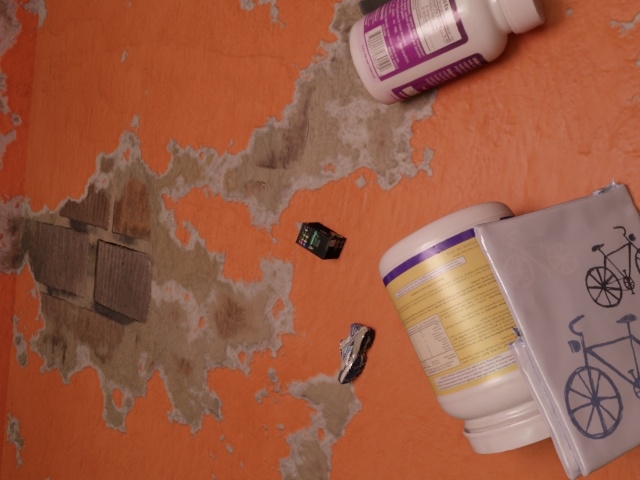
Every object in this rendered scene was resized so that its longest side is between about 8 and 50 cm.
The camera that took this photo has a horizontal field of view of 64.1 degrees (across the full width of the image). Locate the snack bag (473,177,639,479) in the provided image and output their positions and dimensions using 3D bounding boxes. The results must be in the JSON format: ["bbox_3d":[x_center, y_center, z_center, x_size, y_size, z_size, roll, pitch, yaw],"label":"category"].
[{"bbox_3d":[0.385,0.098,0.708,0.343,0.323,0.037,69,156,13],"label":"snack bag"}]

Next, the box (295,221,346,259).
[{"bbox_3d":[0.000,0.000,1.104,0.083,0.062,0.052,31,108,31],"label":"box"}]

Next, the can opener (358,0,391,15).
[{"bbox_3d":[0.199,-0.509,0.972,0.280,0.074,0.093,-4,122,37],"label":"can opener"}]

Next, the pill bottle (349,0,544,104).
[{"bbox_3d":[0.215,-0.369,0.889,0.301,0.169,0.169,-16,81,34],"label":"pill bottle"}]

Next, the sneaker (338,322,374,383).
[{"bbox_3d":[0.065,0.235,1.073,0.058,0.052,0.135,28,99,42],"label":"sneaker"}]

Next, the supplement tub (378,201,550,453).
[{"bbox_3d":[0.261,0.133,0.813,0.241,0.241,0.331,-33,72,31],"label":"supplement tub"}]
